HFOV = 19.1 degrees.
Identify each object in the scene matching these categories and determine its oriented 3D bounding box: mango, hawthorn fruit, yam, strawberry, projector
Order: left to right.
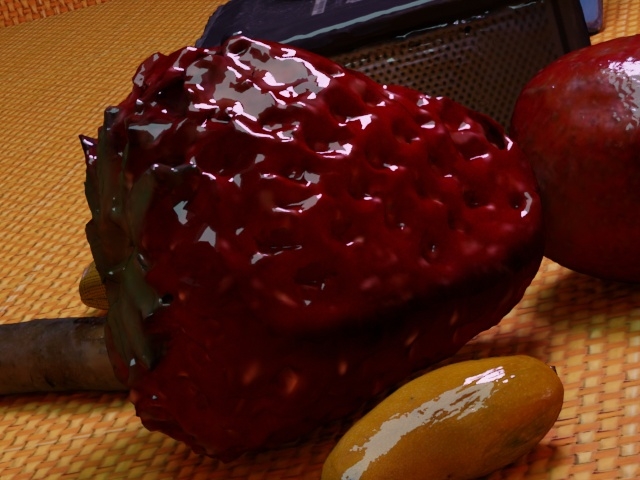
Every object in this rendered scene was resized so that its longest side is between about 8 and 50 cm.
[{"bbox_3d":[-0.230,0.103,1.689,0.317,0.071,0.067,-6,-17,31],"label":"yam"},{"bbox_3d":[0.000,0.000,1.474,0.345,0.295,0.317,-4,42,-22],"label":"strawberry"},{"bbox_3d":[0.077,-0.172,1.981,0.405,0.242,0.395,-15,18,8],"label":"projector"},{"bbox_3d":[0.083,0.132,1.298,0.190,0.075,0.098,-27,13,-13],"label":"mango"},{"bbox_3d":[0.251,-0.067,1.562,0.249,0.215,0.215,-5,20,41],"label":"hawthorn fruit"}]

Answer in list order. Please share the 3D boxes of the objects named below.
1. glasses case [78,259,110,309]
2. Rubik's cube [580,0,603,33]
[{"bbox_3d":[-0.130,0.031,1.830,0.234,0.064,0.079,-4,28,32],"label":"glasses case"},{"bbox_3d":[0.138,-0.432,2.489,0.363,0.359,0.362,-8,11,-27],"label":"Rubik's cube"}]
